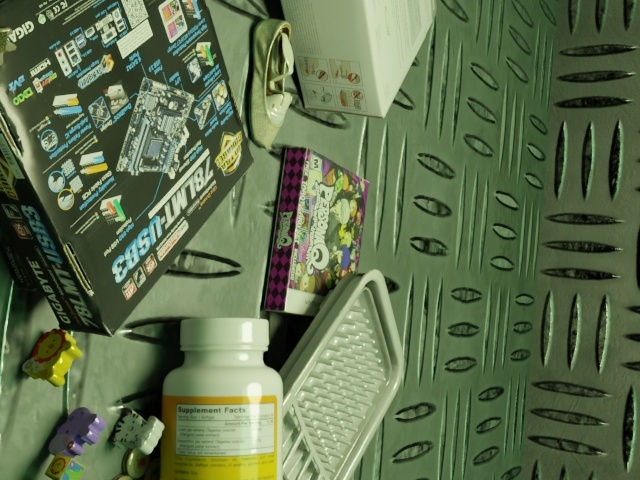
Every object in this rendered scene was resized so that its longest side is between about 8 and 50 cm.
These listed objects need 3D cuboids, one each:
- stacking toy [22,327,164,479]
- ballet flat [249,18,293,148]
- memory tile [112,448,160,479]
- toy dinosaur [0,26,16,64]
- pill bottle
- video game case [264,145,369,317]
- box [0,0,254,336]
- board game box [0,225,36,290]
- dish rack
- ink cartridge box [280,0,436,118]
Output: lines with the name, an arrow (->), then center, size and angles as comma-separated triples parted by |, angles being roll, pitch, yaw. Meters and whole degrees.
stacking toy -> -0.253, 0.219, 0.731 | 0.167, 0.052, 0.221 | 58, 47, -43
ballet flat -> -0.062, -0.203, 1.007 | 0.057, 0.052, 0.168 | -12, 104, -59
memory tile -> -0.207, 0.308, 0.852 | 0.113, 0.012, 0.148 | 60, 44, -44
toy dinosaur -> -0.275, -0.194, 0.472 | 0.313, 0.160, 0.121 | -22, 146, -44
pill bottle -> -0.110, 0.212, 0.875 | 0.136, 0.136, 0.246 | 16, 71, -60
video game case -> 0.000, 0.000, 1.148 | 0.210, 0.041, 0.232 | 21, 75, -60
box -> -0.186, -0.117, 0.715 | 0.295, 0.073, 0.293 | -57, 144, -43
board game box -> -0.237, -0.053, 0.747 | 0.186, 0.026, 0.126 | -46, 131, -48
dish rack -> 0.007, 0.226, 1.111 | 0.333, 0.072, 0.286 | -54, 143, -33
ink cartridge box -> 0.056, -0.377, 1.073 | 0.309, 0.130, 0.272 | 76, 33, -46
